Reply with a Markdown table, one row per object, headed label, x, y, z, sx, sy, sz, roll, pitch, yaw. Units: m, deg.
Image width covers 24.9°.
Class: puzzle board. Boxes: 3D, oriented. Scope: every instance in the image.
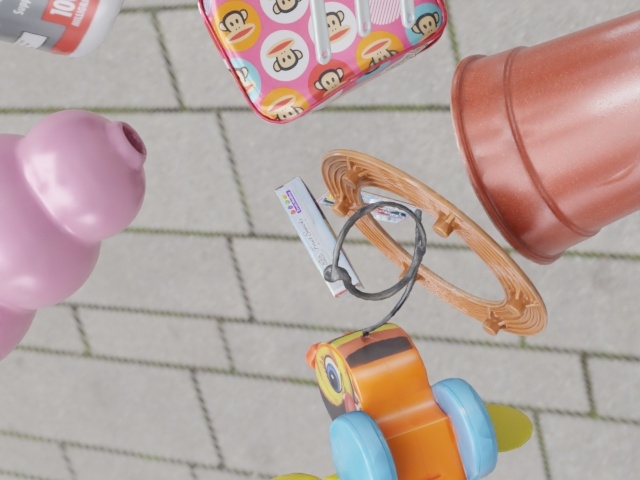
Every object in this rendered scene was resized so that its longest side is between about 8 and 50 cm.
| label | x | y | z | sx | sy | sz | roll | pitch | yaw |
| --- | --- | --- | --- | --- | --- | --- | --- | --- | --- |
| puzzle board | 0.067 | -0.050 | 2.059 | 0.128 | 0.011 | 0.096 | 14 | 165 | -13 |

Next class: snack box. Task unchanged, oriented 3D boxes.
| label | x | y | z | sx | sy | sz | roll | pitch | yaw |
| --- | --- | --- | --- | --- | --- | --- | --- | --- | --- |
| snack box | 0.000 | 0.000 | 1.661 | 0.037 | 0.100 | 0.141 | -29 | 83 | 1 |

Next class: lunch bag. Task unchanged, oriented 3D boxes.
| label | x | y | z | sx | sy | sz | roll | pitch | yaw |
| --- | --- | --- | --- | --- | --- | --- | --- | --- | --- |
| lunch bag | -0.006 | -0.314 | 1.863 | 0.293 | 0.120 | 0.258 | -28 | 93 | 7 |

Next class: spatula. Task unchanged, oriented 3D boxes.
| label | x | y | z | sx | sy | sz | roll | pitch | yaw |
| --- | --- | --- | --- | --- | --- | --- | --- | --- | --- |
| spatula | 0.037 | -0.306 | 1.414 | 0.019 | 0.168 | 0.242 | 17 | 125 | 46 |

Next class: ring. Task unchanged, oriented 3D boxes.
| label | x | y | z | sx | sy | sz | roll | pitch | yaw |
| --- | --- | --- | --- | --- | --- | --- | --- | --- | --- |
| ring | 0.128 | 0.012 | 1.742 | 0.336 | 0.032 | 0.336 | 36 | 166 | 11 |

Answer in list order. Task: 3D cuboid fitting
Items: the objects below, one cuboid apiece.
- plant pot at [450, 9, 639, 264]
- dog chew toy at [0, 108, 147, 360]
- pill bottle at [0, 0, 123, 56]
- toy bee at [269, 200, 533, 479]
| label | x | y | z | sx | sy | sz | roll | pitch | yaw |
| --- | --- | --- | --- | --- | --- | --- | --- | --- | --- |
| plant pot | 0.337 | -0.141 | 1.695 | 0.265 | 0.272 | 0.272 | -22 | 106 | 31 |
| dog chew toy | -0.309 | -0.008 | 1.405 | 0.331 | 0.206 | 0.207 | -33 | 99 | 14 |
| pill bottle | -0.350 | -0.296 | 1.248 | 0.362 | 0.210 | 0.210 | 11 | 139 | -24 |
| toy bee | 0.055 | 0.121 | 1.000 | 0.162 | 0.195 | 0.298 | -163 | 79 | -69 |
